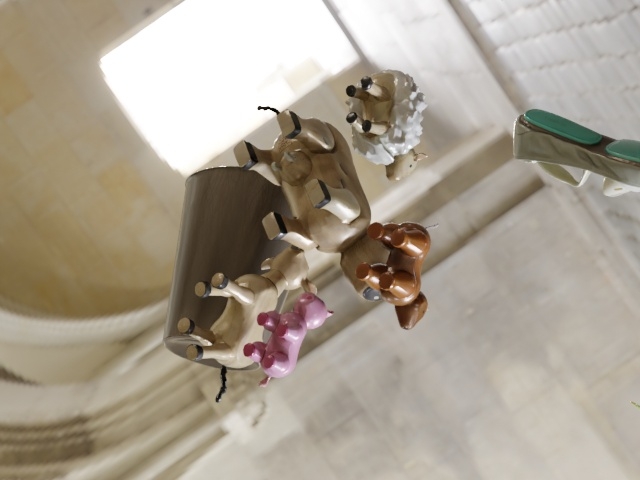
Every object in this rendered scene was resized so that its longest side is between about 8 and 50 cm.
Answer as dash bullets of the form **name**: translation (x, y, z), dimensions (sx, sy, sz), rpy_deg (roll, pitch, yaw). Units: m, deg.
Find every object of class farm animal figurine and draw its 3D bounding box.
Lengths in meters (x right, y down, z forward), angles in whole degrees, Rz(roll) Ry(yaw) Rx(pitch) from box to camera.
- **farm animal figurine**: translation (0.000, 0.000, 1.526), dimensions (0.172, 0.330, 0.326), rpy_deg (16, -118, -54)

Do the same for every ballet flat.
- **ballet flat**: translation (0.305, -0.085, 1.451), dimensions (0.213, 0.072, 0.068), rpy_deg (23, 120, 31)

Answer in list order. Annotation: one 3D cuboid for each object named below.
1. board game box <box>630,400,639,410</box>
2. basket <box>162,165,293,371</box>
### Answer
- **board game box**: translation (0.485, 0.243, 1.531), dimensions (0.259, 0.039, 0.124), rpy_deg (21, 167, 47)
- **basket**: translation (-0.113, 0.040, 1.701), dimensions (0.204, 0.227, 0.154), rpy_deg (-3, 154, 39)
